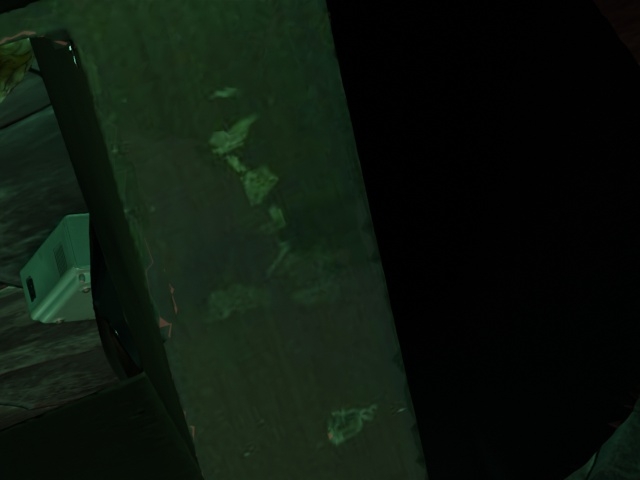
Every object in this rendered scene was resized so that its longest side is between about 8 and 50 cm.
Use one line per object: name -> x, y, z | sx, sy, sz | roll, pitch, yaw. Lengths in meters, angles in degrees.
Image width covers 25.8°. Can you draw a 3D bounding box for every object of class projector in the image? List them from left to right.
projector -> -0.166, 0.023, 1.196 | 0.147, 0.061, 0.115 | -5, 156, -34

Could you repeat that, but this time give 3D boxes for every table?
table -> -0.137, 0.019, 0.533 | 0.282, 0.196, 0.251 | -22, 118, -13

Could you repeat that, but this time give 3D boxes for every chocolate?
chocolate -> 0.000, 0.000, 0.905 | 0.383, 0.384, 0.331 | -8, 177, -25

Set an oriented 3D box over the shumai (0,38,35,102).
shumai -> -0.202, -0.092, 0.719 | 0.145, 0.116, 0.145 | 7, 164, 2
